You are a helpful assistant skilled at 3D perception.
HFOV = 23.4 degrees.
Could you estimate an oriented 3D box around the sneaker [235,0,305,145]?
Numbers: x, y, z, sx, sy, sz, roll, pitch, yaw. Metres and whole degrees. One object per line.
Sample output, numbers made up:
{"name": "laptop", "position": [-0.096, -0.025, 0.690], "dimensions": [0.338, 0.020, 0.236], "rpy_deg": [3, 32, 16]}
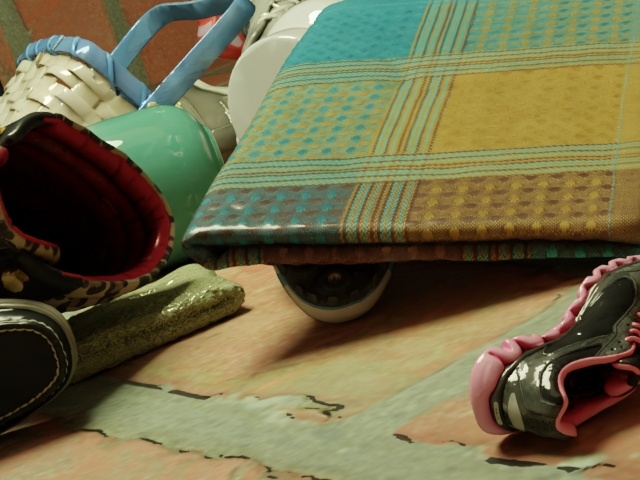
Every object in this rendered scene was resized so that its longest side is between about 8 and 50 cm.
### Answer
{"name": "sneaker", "position": [-0.033, -0.210, 1.563], "dimensions": [0.099, 0.262, 0.121], "rpy_deg": [3, -20, 2]}

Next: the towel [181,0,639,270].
{"name": "towel", "position": [0.087, -0.083, 1.002], "dimensions": [0.271, 0.040, 0.370], "rpy_deg": [-2, 29, 16]}

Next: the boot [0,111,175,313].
{"name": "boot", "position": [-0.296, 0.009, 0.965], "dimensions": [0.284, 0.138, 0.377], "rpy_deg": [-20, -20, 27]}

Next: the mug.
{"name": "mug", "position": [-0.131, -0.045, 1.264], "dimensions": [0.097, 0.129, 0.158], "rpy_deg": [-18, 10, -11]}

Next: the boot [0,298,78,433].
{"name": "boot", "position": [-0.249, 0.116, 0.833], "dimensions": [0.236, 0.085, 0.178], "rpy_deg": [-18, 16, 1]}

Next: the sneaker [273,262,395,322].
{"name": "sneaker", "position": [0.000, 0.000, 0.997], "dimensions": [0.085, 0.086, 0.237], "rpy_deg": [-10, 24, -6]}

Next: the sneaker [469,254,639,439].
{"name": "sneaker", "position": [0.119, 0.047, 0.638], "dimensions": [0.119, 0.047, 0.057], "rpy_deg": [-34, 24, -28]}

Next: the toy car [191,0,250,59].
{"name": "toy car", "position": [-0.036, -0.163, 1.684], "dimensions": [0.225, 0.239, 0.053], "rpy_deg": [26, 66, 38]}

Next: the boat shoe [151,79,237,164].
{"name": "boat shoe", "position": [-0.160, -0.125, 1.752], "dimensions": [0.091, 0.109, 0.305], "rpy_deg": [-19, 14, -25]}

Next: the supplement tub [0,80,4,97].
{"name": "supplement tub", "position": [-0.430, -0.110, 1.708], "dimensions": [0.191, 0.272, 0.191], "rpy_deg": [-19, 12, 4]}

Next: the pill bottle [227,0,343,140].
{"name": "pill bottle", "position": [0.041, -0.160, 1.444], "dimensions": [0.162, 0.162, 0.278], "rpy_deg": [-12, 13, 33]}

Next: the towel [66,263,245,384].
{"name": "towel", "position": [-0.128, 0.055, 1.042], "dimensions": [0.148, 0.027, 0.110], "rpy_deg": [-22, 12, -14]}

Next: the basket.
{"name": "basket", "position": [-0.204, -0.131, 1.536], "dimensions": [0.289, 0.201, 0.255], "rpy_deg": [-55, 22, -13]}
